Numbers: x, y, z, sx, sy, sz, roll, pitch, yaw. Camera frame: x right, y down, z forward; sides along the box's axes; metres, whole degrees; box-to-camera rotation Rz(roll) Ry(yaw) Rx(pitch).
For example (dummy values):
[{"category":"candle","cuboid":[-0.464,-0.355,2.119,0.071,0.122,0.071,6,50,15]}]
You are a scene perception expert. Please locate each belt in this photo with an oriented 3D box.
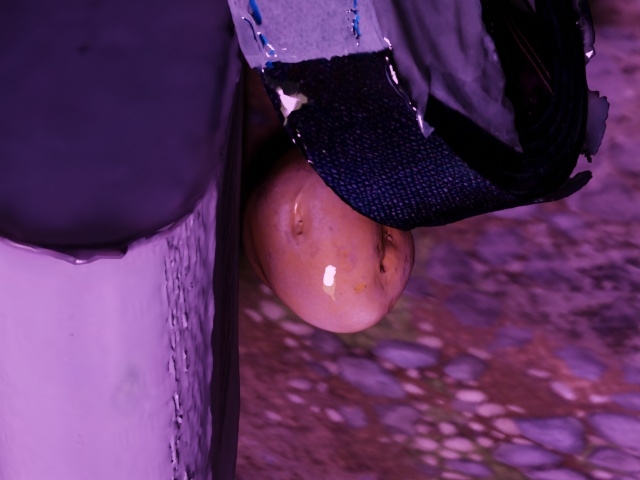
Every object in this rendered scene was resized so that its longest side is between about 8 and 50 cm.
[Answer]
[{"category":"belt","cuboid":[0.025,-0.064,0.501,0.058,0.105,0.140,-12,123,38]}]

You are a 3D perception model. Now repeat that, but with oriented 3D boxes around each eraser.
[{"category":"eraser","cuboid":[-0.064,0.012,0.573,0.081,0.174,0.227,7,140,0]}]

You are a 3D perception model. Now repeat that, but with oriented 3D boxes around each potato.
[{"category":"potato","cuboid":[0.000,0.000,0.642,0.062,0.068,0.083,-2,175,-33]}]
